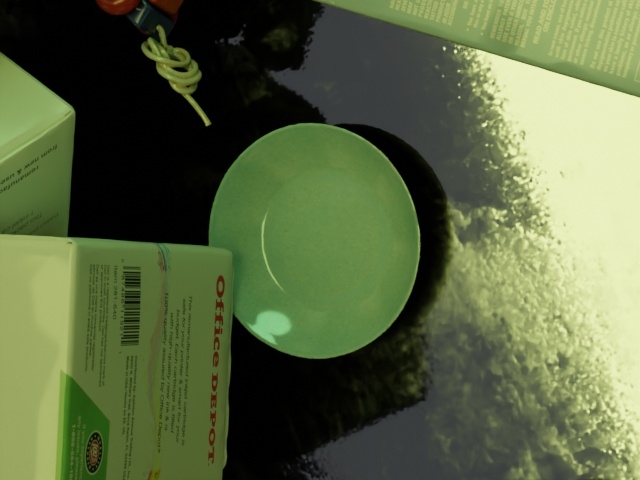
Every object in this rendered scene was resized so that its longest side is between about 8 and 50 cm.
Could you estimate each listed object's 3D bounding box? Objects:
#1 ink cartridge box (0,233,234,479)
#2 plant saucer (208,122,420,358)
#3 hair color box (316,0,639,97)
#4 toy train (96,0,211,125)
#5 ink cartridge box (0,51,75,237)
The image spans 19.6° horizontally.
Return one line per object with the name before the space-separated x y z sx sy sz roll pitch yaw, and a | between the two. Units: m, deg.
ink cartridge box | -0.177 0.100 1.441 0.117 0.278 0.201 3 89 22
plant saucer | 0.000 0.000 1.535 0.195 0.037 0.195 1 93 27
hair color box | 0.194 -0.178 1.345 0.374 0.185 0.113 20 103 24
toy train | -0.115 -0.232 1.551 0.143 0.105 0.248 -42 75 9
ink cartridge box | -0.360 -0.012 1.548 0.279 0.160 0.384 36 142 20
